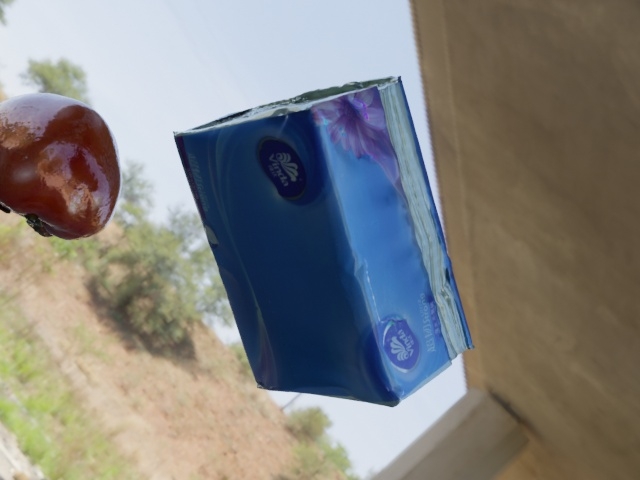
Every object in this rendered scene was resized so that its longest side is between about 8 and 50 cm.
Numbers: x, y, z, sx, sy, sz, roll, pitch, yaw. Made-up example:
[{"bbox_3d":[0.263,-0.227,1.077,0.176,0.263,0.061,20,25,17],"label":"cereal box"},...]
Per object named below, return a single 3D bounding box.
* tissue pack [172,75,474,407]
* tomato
[{"bbox_3d":[0.000,0.000,0.811,0.198,0.146,0.263,-3,-73,44],"label":"tissue pack"},{"bbox_3d":[-0.293,-0.082,0.985,0.187,0.151,0.187,32,-15,9],"label":"tomato"}]
